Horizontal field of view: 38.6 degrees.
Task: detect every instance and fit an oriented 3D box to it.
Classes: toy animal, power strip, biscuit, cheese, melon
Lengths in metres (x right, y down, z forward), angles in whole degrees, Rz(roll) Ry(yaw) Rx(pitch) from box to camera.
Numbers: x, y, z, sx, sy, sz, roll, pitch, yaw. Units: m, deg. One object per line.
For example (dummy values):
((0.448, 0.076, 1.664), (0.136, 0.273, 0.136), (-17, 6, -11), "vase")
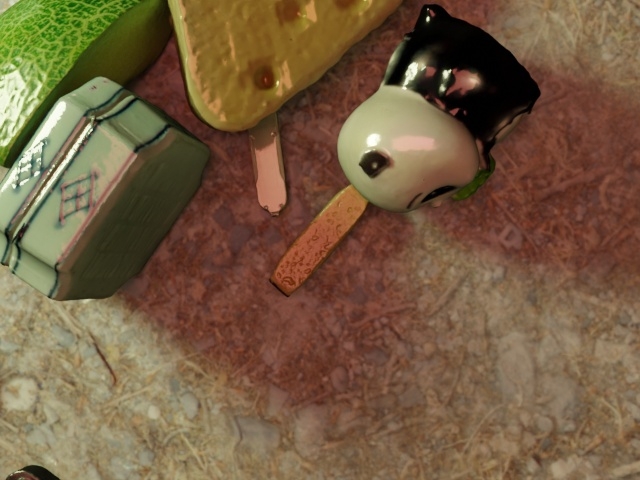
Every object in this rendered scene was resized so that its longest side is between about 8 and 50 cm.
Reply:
((0.156, -0.153, 1.241), (0.212, 0.212, 0.267), (34, 88, 5), "toy animal")
((-0.079, -0.128, 1.349), (0.047, 0.030, 0.191), (-8, 88, 5), "power strip")
((0.000, 0.000, 1.328), (0.052, 0.056, 0.188), (42, 95, 7), "biscuit")
((-0.041, -0.362, 1.270), (0.383, 0.104, 0.384), (-2, 97, -13), "cheese")
((-0.372, -0.257, 1.312), (0.226, 0.331, 0.344), (34, 85, -29), "melon")

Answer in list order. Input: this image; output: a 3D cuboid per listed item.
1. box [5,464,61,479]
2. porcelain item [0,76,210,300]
((-0.459, 0.528, 1.368), (0.211, 0.058, 0.350), (34, 93, 4), "box")
((-0.302, -0.067, 1.245), (0.157, 0.286, 0.281), (37, 95, 8), "porcelain item")
